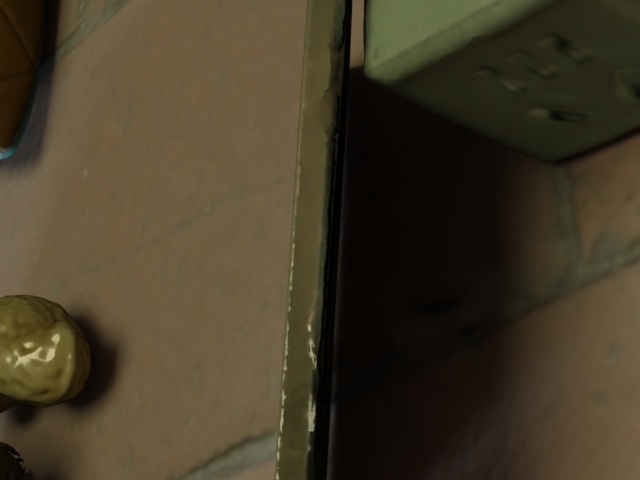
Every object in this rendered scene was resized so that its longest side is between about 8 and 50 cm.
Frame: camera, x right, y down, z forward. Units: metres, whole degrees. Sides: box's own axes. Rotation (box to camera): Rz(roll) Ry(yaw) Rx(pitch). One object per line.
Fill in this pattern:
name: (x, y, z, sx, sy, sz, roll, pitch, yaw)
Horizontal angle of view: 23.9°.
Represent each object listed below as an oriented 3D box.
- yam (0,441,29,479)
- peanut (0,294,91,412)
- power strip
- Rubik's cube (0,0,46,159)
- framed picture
yam: (-0.305, 0.258, 0.998, 0.195, 0.195, 0.300, -11, 65, 48)
peanut: (-0.221, 0.081, 1.063, 0.187, 0.082, 0.082, -11, 66, 47)
power strip: (0.111, -0.173, 0.718, 0.139, 0.140, 0.224, -24, 57, 44)
Rubik's cube: (-0.323, -0.133, 1.240, 0.254, 0.254, 0.254, -24, 57, 43)
framed picture: (0.000, 0.000, 0.755, 0.232, 0.024, 0.315, 89, -175, -69)
